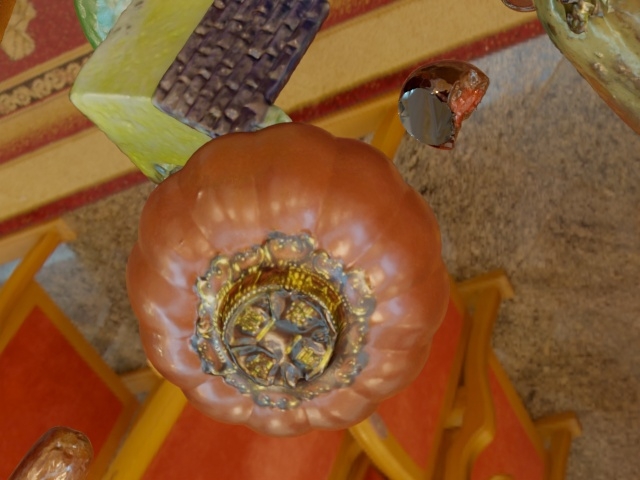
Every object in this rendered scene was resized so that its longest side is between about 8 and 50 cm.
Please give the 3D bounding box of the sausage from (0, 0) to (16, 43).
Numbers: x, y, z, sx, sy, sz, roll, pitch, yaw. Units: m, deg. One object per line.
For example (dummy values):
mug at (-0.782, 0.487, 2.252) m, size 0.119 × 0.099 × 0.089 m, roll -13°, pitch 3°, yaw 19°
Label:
sausage at (-0.325, -0.190, 0.821) m, size 0.062 × 0.054 × 0.183 m, roll 27°, pitch 100°, yaw 18°

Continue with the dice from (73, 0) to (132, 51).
dice at (-0.180, -0.401, 1.349) m, size 0.287 × 0.297 × 0.300 m, roll 31°, pitch 125°, yaw 25°

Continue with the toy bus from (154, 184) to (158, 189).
toy bus at (-0.176, -0.110, 1.885) m, size 0.329 × 0.136 × 0.109 m, roll 16°, pitch 164°, yaw -21°

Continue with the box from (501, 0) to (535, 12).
box at (0.264, -0.523, 1.169) m, size 0.239 × 0.339 × 0.229 m, roll -31°, pitch 162°, yaw 14°

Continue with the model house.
model house at (-0.084, -0.153, 0.856) m, size 0.211 × 0.194 × 0.170 m, roll 11°, pitch 151°, yaw 39°

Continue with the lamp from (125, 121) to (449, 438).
lamp at (-0.022, 0.029, 0.616) m, size 0.223 × 0.196 × 0.223 m, roll 1°, pitch 108°, yaw 2°

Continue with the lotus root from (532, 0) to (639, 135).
lotus root at (0.293, -0.166, 0.737) m, size 0.309 × 0.173 × 0.173 m, roll 42°, pitch 125°, yaw -20°

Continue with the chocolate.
chocolate at (0.187, -0.203, 1.301) m, size 0.124 × 0.133 × 0.127 m, roll -37°, pitch 83°, yaw 42°

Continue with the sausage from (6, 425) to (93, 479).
sausage at (-0.361, 0.342, 0.994) m, size 0.076 × 0.302 × 0.103 m, roll 34°, pitch 144°, yaw 1°
